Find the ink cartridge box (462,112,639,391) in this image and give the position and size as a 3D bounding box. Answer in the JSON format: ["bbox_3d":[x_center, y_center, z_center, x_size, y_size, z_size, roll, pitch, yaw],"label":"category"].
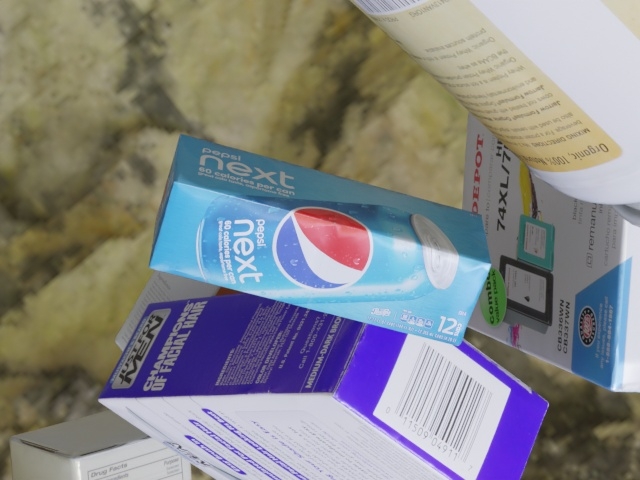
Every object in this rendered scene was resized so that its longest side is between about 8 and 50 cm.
[{"bbox_3d":[0.261,-0.001,1.434,0.197,0.198,0.270,-1,-172,-22],"label":"ink cartridge box"}]

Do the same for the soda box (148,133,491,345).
[{"bbox_3d":[0.000,0.000,1.114,0.071,0.210,0.067,-91,-163,-62],"label":"soda box"}]

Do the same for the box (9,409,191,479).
[{"bbox_3d":[-0.211,0.338,1.728,0.148,0.311,0.121,-10,-169,-42],"label":"box"}]

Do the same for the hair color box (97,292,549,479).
[{"bbox_3d":[-0.007,0.127,1.362,0.339,0.185,0.110,-10,-131,52],"label":"hair color box"}]

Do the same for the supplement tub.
[{"bbox_3d":[0.135,-0.161,0.855,0.228,0.316,0.228,-39,-155,22],"label":"supplement tub"}]

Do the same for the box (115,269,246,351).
[{"bbox_3d":[-0.082,0.059,1.577,0.091,0.130,0.170,45,-70,45],"label":"box"}]
